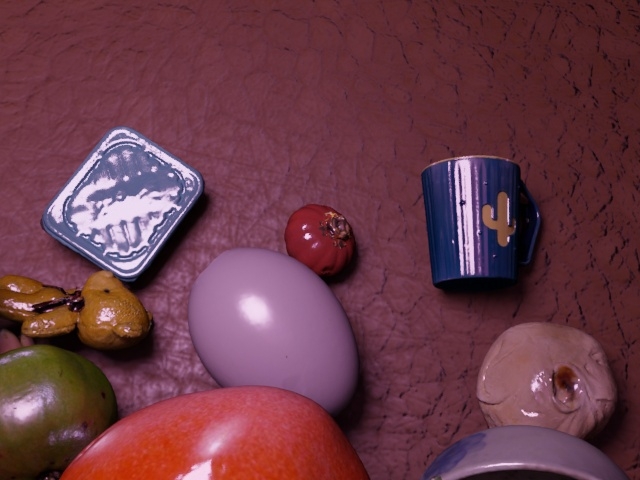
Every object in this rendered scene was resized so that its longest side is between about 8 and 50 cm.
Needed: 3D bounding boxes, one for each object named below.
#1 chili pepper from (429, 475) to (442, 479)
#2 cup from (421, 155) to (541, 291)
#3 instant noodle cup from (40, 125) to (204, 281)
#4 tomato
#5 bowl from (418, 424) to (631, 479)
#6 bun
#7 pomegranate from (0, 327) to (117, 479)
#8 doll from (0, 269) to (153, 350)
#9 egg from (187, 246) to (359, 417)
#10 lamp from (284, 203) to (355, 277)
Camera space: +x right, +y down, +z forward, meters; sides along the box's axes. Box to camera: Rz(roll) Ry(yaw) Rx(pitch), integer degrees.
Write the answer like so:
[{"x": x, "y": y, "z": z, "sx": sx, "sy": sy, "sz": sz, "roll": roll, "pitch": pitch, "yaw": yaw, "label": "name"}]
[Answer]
[{"x": 0.125, "y": 0.338, "z": 0.752, "sx": 0.136, "sy": 0.271, "sz": 0.099, "roll": -2, "pitch": 31, "yaw": 20, "label": "chili pepper"}, {"x": 0.216, "y": -0.014, "z": 1.005, "sx": 0.176, "sy": 0.131, "sz": 0.155, "roll": 9, "pitch": 75, "yaw": -26, "label": "cup"}, {"x": -0.256, "y": -0.043, "z": 1.017, "sx": 0.157, "sy": 0.070, "sz": 0.179, "roll": 32, "pitch": 73, "yaw": 7, "label": "instant noodle cup"}, {"x": -0.102, "y": 0.295, "z": 0.792, "sx": 0.341, "sy": 0.341, "sz": 0.273, "roll": 25, "pitch": 54, "yaw": 6, "label": "tomato"}, {"x": 0.228, "y": 0.309, "z": 0.849, "sx": 0.289, "sy": 0.289, "sz": 0.146, "roll": 17, "pitch": 30, "yaw": 4, "label": "bowl"}, {"x": 0.280, "y": 0.181, "z": 0.937, "sx": 0.166, "sy": 0.113, "sz": 0.173, "roll": 2, "pitch": 70, "yaw": -1, "label": "bun"}, {"x": -0.341, "y": 0.192, "z": 0.893, "sx": 0.187, "sy": 0.187, "sz": 0.225, "roll": -34, "pitch": 51, "yaw": -12, "label": "pomegranate"}, {"x": -0.309, "y": 0.075, "z": 0.940, "sx": 0.209, "sy": 0.137, "sz": 0.097, "roll": 14, "pitch": 97, "yaw": -2, "label": "doll"}, {"x": -0.052, "y": 0.116, "z": 0.916, "sx": 0.232, "sy": 0.176, "sz": 0.176, "roll": 43, "pitch": 75, "yaw": 4, "label": "egg"}, {"x": 0.000, "y": 0.000, "z": 1.001, "sx": 0.101, "sy": 0.090, "sz": 0.101, "roll": 21, "pitch": 55, "yaw": -34, "label": "lamp"}]
